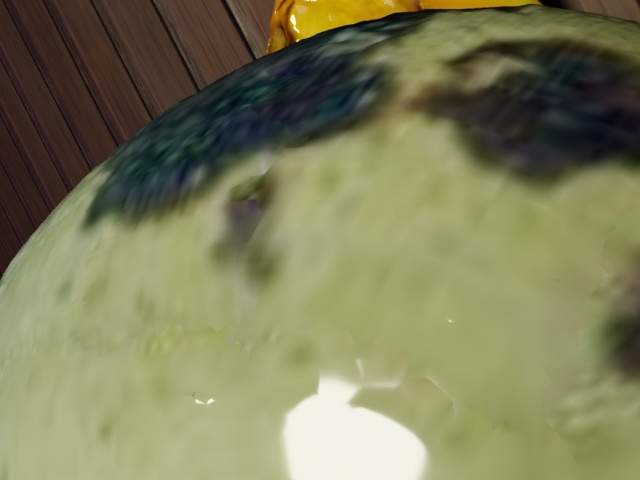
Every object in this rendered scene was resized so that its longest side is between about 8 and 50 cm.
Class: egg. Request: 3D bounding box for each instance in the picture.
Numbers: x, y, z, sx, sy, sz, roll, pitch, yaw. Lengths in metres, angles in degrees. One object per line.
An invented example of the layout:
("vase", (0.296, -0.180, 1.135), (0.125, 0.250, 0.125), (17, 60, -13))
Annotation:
("egg", (0.041, 0.088, 0.661), (0.428, 0.345, 0.345), (-10, 108, 44))

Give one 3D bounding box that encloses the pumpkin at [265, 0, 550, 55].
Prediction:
("pumpkin", (0.055, -0.072, 0.851), (0.148, 0.169, 0.312), (-92, 9, -60))
